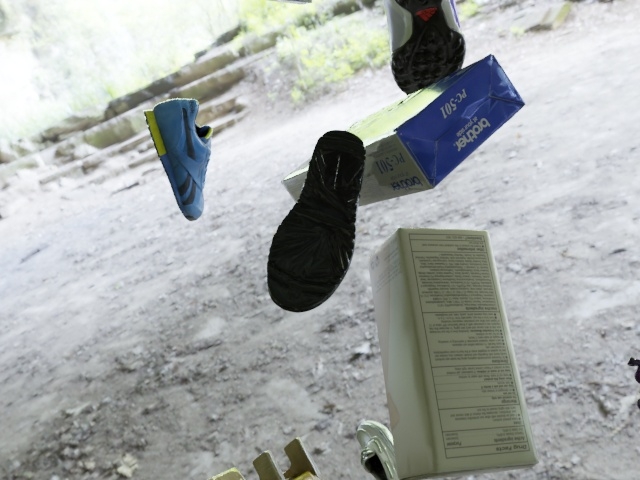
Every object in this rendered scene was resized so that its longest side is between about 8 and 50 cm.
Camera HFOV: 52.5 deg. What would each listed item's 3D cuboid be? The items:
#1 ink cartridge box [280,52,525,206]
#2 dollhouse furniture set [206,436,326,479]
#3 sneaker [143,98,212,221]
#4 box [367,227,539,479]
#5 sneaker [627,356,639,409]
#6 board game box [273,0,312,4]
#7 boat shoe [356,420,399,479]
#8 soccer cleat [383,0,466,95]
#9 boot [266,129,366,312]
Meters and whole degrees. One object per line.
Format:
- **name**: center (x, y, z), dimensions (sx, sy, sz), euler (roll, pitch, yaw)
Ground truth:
- **ink cartridge box**: center (0.050, -0.070, 0.503), dimensions (0.097, 0.046, 0.207), euler (-41, 12, -20)
- **dollhouse furniture set**: center (-0.126, 0.359, 0.672), dimensions (0.201, 0.152, 0.374), euler (-44, -20, 14)
- **sneaker**: center (-0.179, -0.108, 0.909), dimensions (0.082, 0.209, 0.069), euler (-19, 51, -10)
- **box**: center (0.165, 0.148, 0.860), dimensions (0.148, 0.311, 0.121), euler (3, -24, -18)
- **sneaker**: center (0.482, 0.245, 0.860), dimensions (0.083, 0.223, 0.098), euler (-32, 18, -31)
- **board game box**: center (-0.056, -0.344, 0.709), dimensions (0.103, 0.154, 0.026), euler (-6, 15, -32)
- **boat shoe**: center (0.119, 0.440, 1.326), dimensions (0.076, 0.083, 0.226), euler (-8, 14, -24)
- **soccer cleat**: center (0.133, -0.323, 0.880), dimensions (0.109, 0.318, 0.116), euler (-9, 61, 11)
- **boot**: center (-0.001, 0.000, 0.405), dimensions (0.045, 0.099, 0.121), euler (15, 67, 3)
